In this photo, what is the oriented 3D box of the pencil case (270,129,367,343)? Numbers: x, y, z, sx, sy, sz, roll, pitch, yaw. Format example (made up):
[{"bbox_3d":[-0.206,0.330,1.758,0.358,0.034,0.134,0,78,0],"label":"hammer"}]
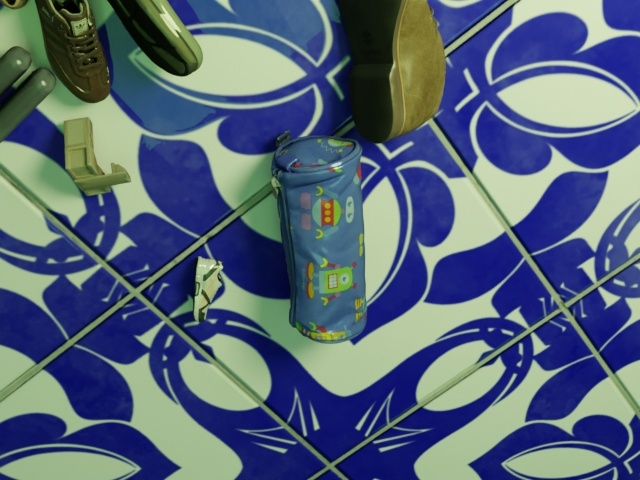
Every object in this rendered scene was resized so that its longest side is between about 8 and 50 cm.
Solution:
[{"bbox_3d":[0.000,0.000,1.044,0.133,0.119,0.306,-16,120,-21],"label":"pencil case"}]

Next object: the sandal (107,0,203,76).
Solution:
[{"bbox_3d":[-0.226,-0.332,0.850,0.086,0.120,0.303,-45,122,-18],"label":"sandal"}]

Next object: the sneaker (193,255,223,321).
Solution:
[{"bbox_3d":[-0.169,0.076,1.100,0.044,0.040,0.109,3,117,-14],"label":"sneaker"}]

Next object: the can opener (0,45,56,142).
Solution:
[{"bbox_3d":[-0.449,-0.119,0.913,0.283,0.095,0.076,-38,118,16],"label":"can opener"}]

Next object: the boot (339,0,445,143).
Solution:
[{"bbox_3d":[0.100,-0.286,0.945,0.115,0.112,0.305,-20,119,-34],"label":"boot"}]

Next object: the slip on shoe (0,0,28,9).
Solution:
[{"bbox_3d":[-0.373,-0.335,0.845,0.051,0.041,0.135,-9,119,-6],"label":"slip on shoe"}]

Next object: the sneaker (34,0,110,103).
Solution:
[{"bbox_3d":[-0.299,-0.249,0.878,0.066,0.071,0.188,-28,120,-20],"label":"sneaker"}]

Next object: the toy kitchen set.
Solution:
[{"bbox_3d":[-0.295,-0.113,0.983,0.068,0.075,0.083,-9,158,-2],"label":"toy kitchen set"}]
